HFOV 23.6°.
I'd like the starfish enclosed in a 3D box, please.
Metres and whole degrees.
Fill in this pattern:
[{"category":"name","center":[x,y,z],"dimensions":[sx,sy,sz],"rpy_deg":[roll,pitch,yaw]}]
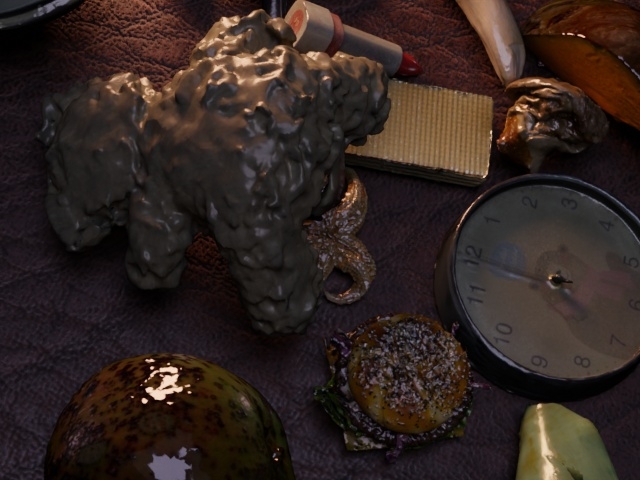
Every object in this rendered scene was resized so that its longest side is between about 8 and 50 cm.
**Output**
[{"category":"starfish","center":[0.001,-0.004,1.782],"dimensions":[0.150,0.053,0.209],"rpy_deg":[20,66,4]}]

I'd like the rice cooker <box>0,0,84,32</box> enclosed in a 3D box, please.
[{"category":"rice cooker","center":[-0.368,-0.385,1.758],"dimensions":[0.317,0.316,0.264],"rpy_deg":[25,53,1]}]

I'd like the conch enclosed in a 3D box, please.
[{"category":"conch","center":[0.279,0.306,1.673],"dimensions":[0.143,0.137,0.250],"rpy_deg":[1,43,19]}]

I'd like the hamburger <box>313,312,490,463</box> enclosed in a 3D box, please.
[{"category":"hamburger","center":[0.087,0.154,1.705],"dimensions":[0.189,0.093,0.164],"rpy_deg":[-19,72,-16]}]

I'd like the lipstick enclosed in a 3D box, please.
[{"category":"lipstick","center":[0.046,-0.233,1.873],"dimensions":[0.186,0.057,0.063],"rpy_deg":[18,37,-28]}]

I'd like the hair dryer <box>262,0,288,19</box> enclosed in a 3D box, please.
[{"category":"hair dryer","center":[-0.026,-0.270,1.900],"dimensions":[0.195,0.075,0.219],"rpy_deg":[-4,77,-22]}]

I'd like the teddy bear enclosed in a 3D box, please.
[{"category":"teddy bear","center":[-0.140,-0.097,1.725],"dimensions":[0.368,0.224,0.357],"rpy_deg":[10,73,24]}]

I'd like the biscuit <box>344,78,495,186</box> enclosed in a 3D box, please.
[{"category":"biscuit","center":[0.109,-0.135,1.865],"dimensions":[0.199,0.040,0.121],"rpy_deg":[11,61,-6]}]

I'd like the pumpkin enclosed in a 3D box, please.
[{"category":"pumpkin","center":[0.412,-0.219,1.901],"dimensions":[0.169,0.148,0.312],"rpy_deg":[-39,82,-18]}]

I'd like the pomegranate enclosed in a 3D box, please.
[{"category":"pomegranate","center":[-0.196,0.262,1.537],"dimensions":[0.341,0.285,0.285],"rpy_deg":[-18,68,14]}]

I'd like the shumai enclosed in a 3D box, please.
[{"category":"shumai","center":[0.273,-0.132,1.860],"dimensions":[0.145,0.145,0.116],"rpy_deg":[22,89,0]}]

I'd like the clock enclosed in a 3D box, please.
[{"category":"clock","center":[0.273,0.050,1.805],"dimensions":[0.281,0.055,0.280],"rpy_deg":[4,66,-9]}]

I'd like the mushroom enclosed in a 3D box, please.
[{"category":"mushroom","center":[0.202,-0.291,1.933],"dimensions":[0.071,0.084,0.209],"rpy_deg":[-27,76,2]}]
